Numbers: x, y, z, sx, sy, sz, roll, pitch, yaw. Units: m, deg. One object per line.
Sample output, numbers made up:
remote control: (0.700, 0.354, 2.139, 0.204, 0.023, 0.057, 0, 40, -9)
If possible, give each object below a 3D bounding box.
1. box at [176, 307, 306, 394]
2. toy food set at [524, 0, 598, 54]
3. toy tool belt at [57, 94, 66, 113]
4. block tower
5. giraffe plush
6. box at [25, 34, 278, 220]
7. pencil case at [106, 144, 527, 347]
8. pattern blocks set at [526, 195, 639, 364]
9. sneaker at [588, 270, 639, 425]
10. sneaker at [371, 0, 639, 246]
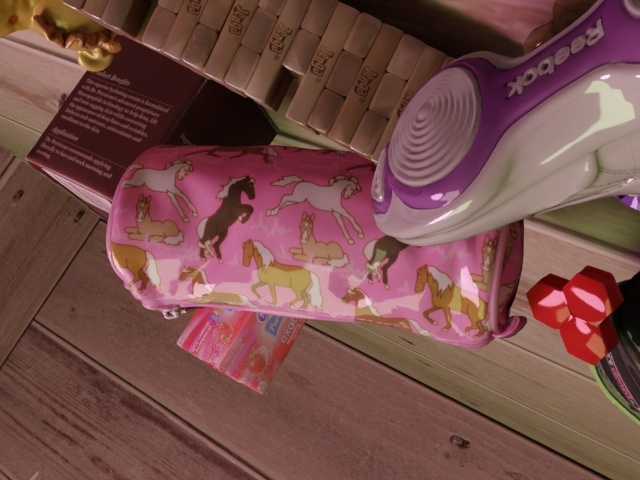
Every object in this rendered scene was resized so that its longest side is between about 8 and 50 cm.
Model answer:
box: (-0.122, 0.127, 1.441, 0.154, 0.300, 0.142, 19, 164, 45)
toy food set: (0.167, -0.118, 0.435, 0.078, 0.019, 0.122, 30, 160, 2)
toy tool belt: (-0.473, -0.241, 1.389, 0.051, 0.052, 0.083, 10, -149, -24)
block tower: (-0.017, -0.136, 0.548, 0.335, 0.091, 0.097, 27, -173, 4)
giraffe plush: (-0.263, -0.242, 0.673, 0.170, 0.210, 0.181, 4, 175, -23)
box: (-0.192, -0.113, 0.866, 0.168, 0.203, 0.167, 25, 167, 29)
pencil case: (0.000, 0.000, 0.693, 0.386, 0.160, 0.167, 4, 122, 17)
pattern blocks set: (0.303, 0.067, 0.466, 0.325, 0.026, 0.285, 47, 142, 27)
sneaker: (0.426, 0.159, 0.540, 0.483, 0.185, 0.202, 23, 170, 27)
sneaker: (0.149, -0.049, 0.383, 0.152, 0.114, 0.305, 27, 150, -28)
